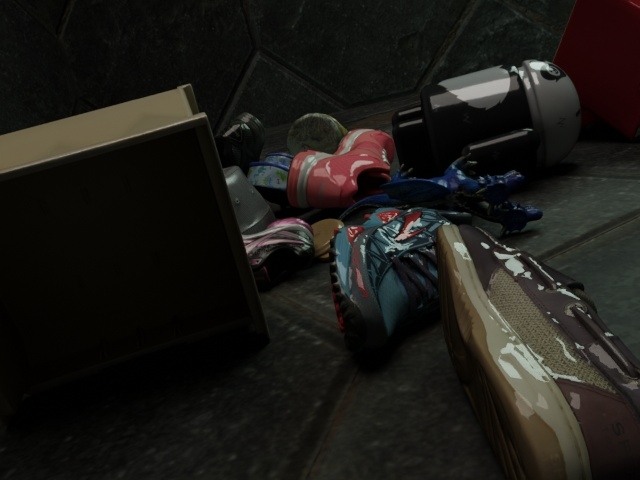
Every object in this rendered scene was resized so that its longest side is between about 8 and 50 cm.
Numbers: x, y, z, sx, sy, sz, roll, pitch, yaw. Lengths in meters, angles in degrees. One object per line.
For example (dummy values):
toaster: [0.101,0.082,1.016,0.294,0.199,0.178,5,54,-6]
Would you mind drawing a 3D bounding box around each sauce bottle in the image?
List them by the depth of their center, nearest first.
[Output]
sauce bottle: [0.012,-0.194,1.372,0.111,0.111,0.344,-13,4,9]

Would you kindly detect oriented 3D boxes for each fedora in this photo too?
fedora: [-0.175,-0.045,1.061,0.243,0.124,0.275,-5,18,30]

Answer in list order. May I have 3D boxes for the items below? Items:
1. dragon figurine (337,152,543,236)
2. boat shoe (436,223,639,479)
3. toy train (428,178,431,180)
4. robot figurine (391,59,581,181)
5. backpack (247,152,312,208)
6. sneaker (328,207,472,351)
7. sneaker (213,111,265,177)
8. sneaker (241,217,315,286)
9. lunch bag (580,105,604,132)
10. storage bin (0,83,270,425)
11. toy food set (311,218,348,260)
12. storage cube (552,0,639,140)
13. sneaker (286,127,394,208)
dragon figurine: [0.128,-0.045,0.844,0.289,0.085,0.144,-8,16,21]
boat shoe: [0.136,0.061,0.439,0.092,0.103,0.285,-9,19,2]
toy train: [0.225,-0.127,1.156,0.158,0.027,0.036,-19,12,-15]
robot figurine: [0.252,-0.177,1.023,0.278,0.209,0.173,-12,-25,12]
backpack: [-0.072,-0.109,1.183,0.114,0.084,0.105,17,-10,-41]
sneaker: [0.089,0.017,0.626,0.125,0.104,0.262,-7,17,22]
sneaker: [-0.172,-0.121,1.231,0.087,0.227,0.130,40,58,16]
sneaker: [-0.089,0.028,0.829,0.178,0.072,0.077,-23,33,1]
lunch bag: [0.411,-0.245,1.252,0.293,0.120,0.258,-21,21,-23]
storage bin: [-0.207,0.018,0.625,0.262,0.260,0.123,-17,33,-8]
toy food set: [0.000,0.000,0.896,0.083,0.020,0.083,-16,33,31]
storage cube: [0.519,-0.307,1.071,0.183,0.215,0.193,-22,54,-25]
sneaker: [0.074,-0.111,1.154,0.136,0.116,0.314,18,29,27]
